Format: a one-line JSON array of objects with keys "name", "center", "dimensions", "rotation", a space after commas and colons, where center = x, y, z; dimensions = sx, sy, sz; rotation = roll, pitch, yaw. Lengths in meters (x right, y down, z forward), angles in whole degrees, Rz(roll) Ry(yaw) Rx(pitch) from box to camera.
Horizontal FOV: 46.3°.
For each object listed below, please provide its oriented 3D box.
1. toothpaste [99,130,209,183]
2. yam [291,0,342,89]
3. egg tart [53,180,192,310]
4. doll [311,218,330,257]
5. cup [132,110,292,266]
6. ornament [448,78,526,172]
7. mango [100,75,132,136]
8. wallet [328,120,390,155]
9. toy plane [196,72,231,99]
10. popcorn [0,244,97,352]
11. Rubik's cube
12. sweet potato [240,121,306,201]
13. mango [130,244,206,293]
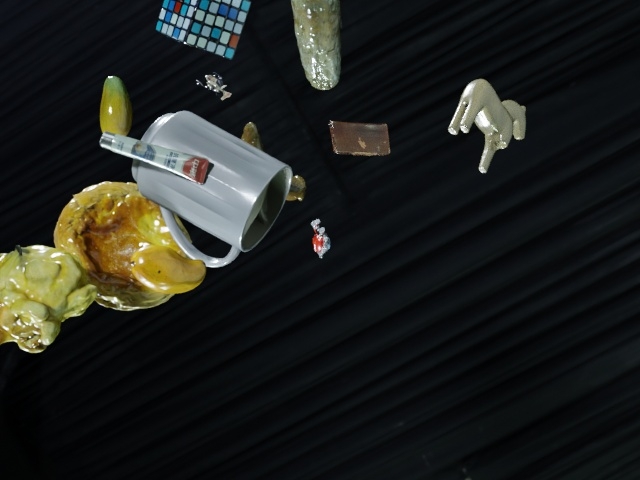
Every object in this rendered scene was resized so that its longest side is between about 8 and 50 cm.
[{"name": "toothpaste", "center": [-0.367, -0.189, 1.662], "dimensions": [0.239, 0.062, 0.039], "rotation": [18, -164, -7]}, {"name": "yam", "center": [-0.001, -0.549, 2.011], "dimensions": [0.330, 0.133, 0.133], "rotation": [81, 168, -46]}, {"name": "egg tart", "center": [-0.497, 0.021, 1.890], "dimensions": [0.352, 0.352, 0.150], "rotation": [61, 143, 8]}, {"name": "doll", "center": [0.001, -0.001, 1.707], "dimensions": [0.057, 0.039, 0.114], "rotation": [23, 146, 21]}, {"name": "cup", "center": [-0.280, -0.114, 1.819], "dimensions": [0.327, 0.323, 0.237], "rotation": [28, -164, 11]}, {"name": "ornament", "center": [0.409, -0.280, 1.761], "dimensions": [0.061, 0.245, 0.230], "rotation": [-5, 139, 45]}, {"name": "mango", "center": [-0.628, -0.406, 2.298], "dimensions": [0.130, 0.092, 0.194], "rotation": [-41, -54, -85]}, {"name": "wallet", "center": [0.107, -0.278, 2.043], "dimensions": [0.026, 0.176, 0.095], "rotation": [-24, 72, 59]}, {"name": "toy plane", "center": [-0.258, -0.381, 1.855], "dimensions": [0.121, 0.049, 0.031], "rotation": [36, 152, 34]}, {"name": "popcorn", "center": [-0.609, 0.114, 1.563], "dimensions": [0.215, 0.286, 0.252], "rotation": [61, -151, -15]}, {"name": "Rubik's cube", "center": [-0.343, -0.659, 2.196], "dimensions": [0.184, 0.187, 0.182], "rotation": [8, -161, -45]}, {"name": "sweet potato", "center": [-0.142, -0.179, 1.973], "dimensions": [0.310, 0.124, 0.098], "rotation": [47, -175, -39]}, {"name": "mango", "center": [-0.326, 0.064, 1.599], "dimensions": [0.075, 0.098, 0.190], "rotation": [12, 176, 41]}]
